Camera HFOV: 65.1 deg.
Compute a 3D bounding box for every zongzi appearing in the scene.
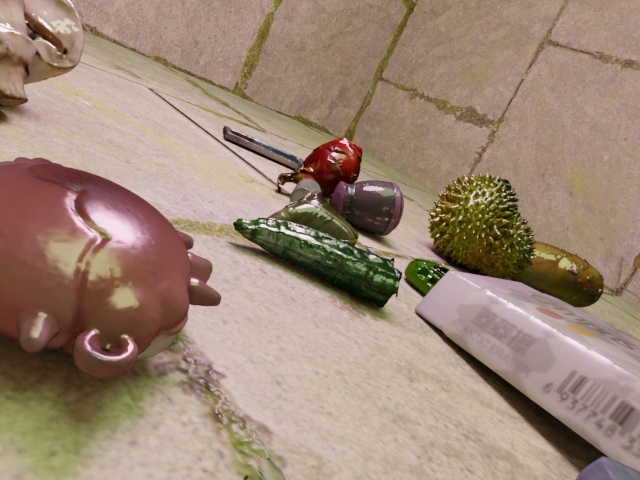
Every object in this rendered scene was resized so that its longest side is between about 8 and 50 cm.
[{"bbox_3d":[0.000,0.000,0.787,0.154,0.062,0.130,46,40,12],"label":"zongzi"}]

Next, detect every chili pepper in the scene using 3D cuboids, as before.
[{"bbox_3d":[-0.008,0.019,0.656,0.226,0.059,0.088,21,20,-12],"label":"chili pepper"}]

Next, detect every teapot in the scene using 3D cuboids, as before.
[{"bbox_3d":[0.090,-0.083,1.070,0.146,0.116,0.148,10,23,-14],"label":"teapot"}]

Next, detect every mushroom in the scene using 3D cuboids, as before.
[{"bbox_3d":[-0.470,-0.272,0.671,0.189,0.195,0.253,-3,6,30],"label":"mushroom"}]

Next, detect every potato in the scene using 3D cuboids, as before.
[{"bbox_3d":[0.627,0.078,1.378,0.298,0.141,0.176,28,6,6],"label":"potato"}]

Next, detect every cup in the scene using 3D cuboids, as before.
[{"bbox_3d":[-0.028,-0.079,0.989,0.054,0.075,0.083,-9,15,9],"label":"cup"}]

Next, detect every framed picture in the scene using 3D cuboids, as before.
[{"bbox_3d":[-0.154,-0.257,1.424,0.260,0.023,0.189,21,13,-18],"label":"framed picture"}]

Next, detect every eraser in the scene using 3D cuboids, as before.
[{"bbox_3d":[0.320,0.151,0.608,0.213,0.082,0.397,10,15,-33],"label":"eraser"}]

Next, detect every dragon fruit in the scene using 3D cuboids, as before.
[{"bbox_3d":[-0.003,-0.151,1.097,0.125,0.125,0.246,-4,13,44],"label":"dragon fruit"}]

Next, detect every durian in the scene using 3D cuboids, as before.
[{"bbox_3d":[0.383,-0.032,1.218,0.291,0.224,0.291,53,21,-31],"label":"durian"}]

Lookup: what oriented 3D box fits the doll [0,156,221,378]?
[{"bbox_3d":[-0.176,0.002,0.351,0.211,0.093,0.262,5,26,-48],"label":"doll"}]

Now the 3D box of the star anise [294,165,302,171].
[{"bbox_3d":[0.004,-0.150,1.247,0.167,0.057,0.168,27,19,-10],"label":"star anise"}]

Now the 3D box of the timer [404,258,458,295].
[{"bbox_3d":[0.217,0.079,0.850,0.128,0.047,0.140,14,19,-39],"label":"timer"}]

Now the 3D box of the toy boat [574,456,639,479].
[{"bbox_3d":[0.298,0.253,0.339,0.283,0.078,0.127,26,11,0],"label":"toy boat"}]

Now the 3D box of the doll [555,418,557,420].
[{"bbox_3d":[0.310,0.204,0.618,0.125,0.027,0.037,10,18,-48],"label":"doll"}]
